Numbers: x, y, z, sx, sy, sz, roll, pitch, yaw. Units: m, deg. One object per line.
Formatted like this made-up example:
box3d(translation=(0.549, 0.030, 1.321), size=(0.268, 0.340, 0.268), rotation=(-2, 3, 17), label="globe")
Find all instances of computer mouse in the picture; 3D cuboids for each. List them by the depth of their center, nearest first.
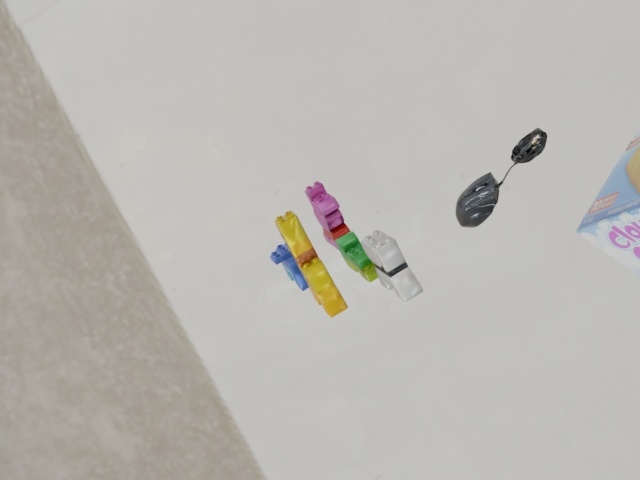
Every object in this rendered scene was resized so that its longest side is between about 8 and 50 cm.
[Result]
box3d(translation=(0.284, -0.102, 1.562), size=(0.041, 0.071, 0.242), rotation=(20, 136, -16), label="computer mouse")

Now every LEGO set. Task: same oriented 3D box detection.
box3d(translation=(0.000, 0.000, 0.901), size=(0.087, 0.227, 0.093), rotation=(-31, 110, -9), label="LEGO set")

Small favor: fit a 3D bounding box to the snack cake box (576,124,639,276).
box3d(translation=(0.330, -0.065, 0.763), size=(0.089, 0.152, 0.264), rotation=(34, 165, -5), label="snack cake box")
